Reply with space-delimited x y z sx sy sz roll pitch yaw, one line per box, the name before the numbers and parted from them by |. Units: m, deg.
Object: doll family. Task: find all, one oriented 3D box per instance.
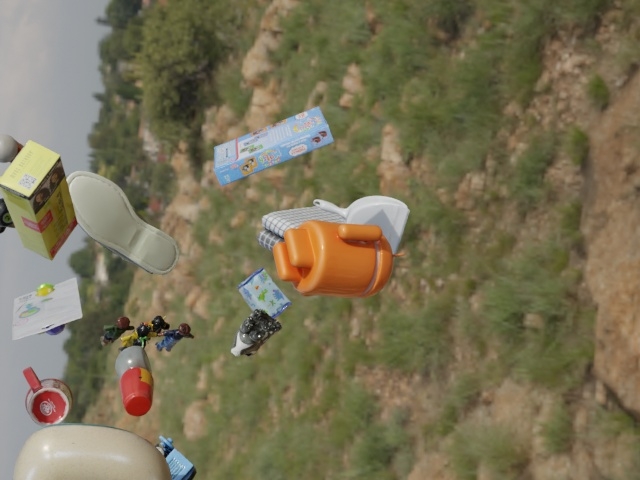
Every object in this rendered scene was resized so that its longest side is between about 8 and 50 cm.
doll family | -0.352 0.192 1.910 0.111 0.193 0.076 -45 63 42

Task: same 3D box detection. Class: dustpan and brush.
dustpan and brush | 0.080 -0.047 2.052 0.060 0.211 0.147 -62 -11 -68

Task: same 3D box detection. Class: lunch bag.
lunch bag | -0.156 0.150 2.454 0.129 0.096 0.151 52 158 -1

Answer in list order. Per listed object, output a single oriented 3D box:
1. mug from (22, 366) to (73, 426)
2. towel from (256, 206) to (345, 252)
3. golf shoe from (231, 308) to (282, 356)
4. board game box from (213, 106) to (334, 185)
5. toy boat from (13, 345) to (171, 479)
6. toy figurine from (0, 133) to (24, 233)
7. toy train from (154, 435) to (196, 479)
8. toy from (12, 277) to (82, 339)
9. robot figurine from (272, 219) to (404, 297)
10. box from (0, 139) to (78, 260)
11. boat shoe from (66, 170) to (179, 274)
mug | -0.661 0.381 2.207 0.113 0.150 0.169 -62 12 -11
towel | 0.000 0.000 2.543 0.235 0.284 0.121 27 114 32
golf shoe | -0.158 0.220 2.186 0.094 0.077 0.198 -54 -12 14
board game box | -0.087 -0.172 1.670 0.160 0.212 0.039 -106 -7 -69
toy boat | -0.358 0.337 1.580 0.318 0.268 0.148 -62 24 18
toy figurine | -0.719 -0.121 1.959 0.148 0.210 0.213 126 145 -89
toy train | -0.301 0.459 1.861 0.080 0.105 0.184 -45 -15 -20
toy | -0.552 0.153 1.895 0.237 0.137 0.056 -132 25 -63
robot figurine | 0.030 0.034 1.576 0.128 0.219 0.158 33 112 58
box | -0.436 -0.057 1.448 0.087 0.058 0.232 -61 -5 -26
boat shoe | -0.406 -0.033 1.823 0.091 0.305 0.109 14 68 44
